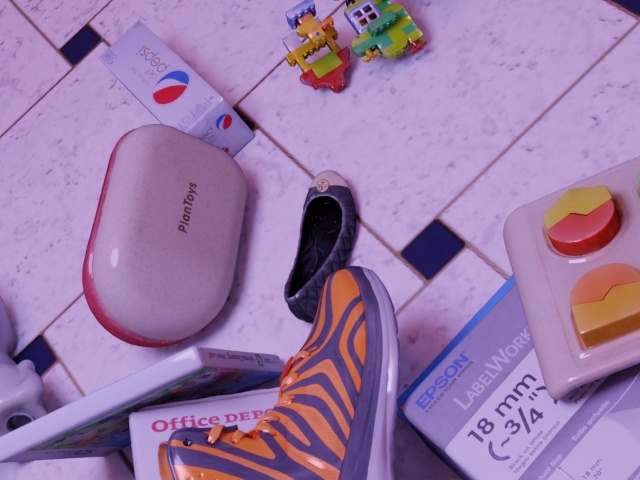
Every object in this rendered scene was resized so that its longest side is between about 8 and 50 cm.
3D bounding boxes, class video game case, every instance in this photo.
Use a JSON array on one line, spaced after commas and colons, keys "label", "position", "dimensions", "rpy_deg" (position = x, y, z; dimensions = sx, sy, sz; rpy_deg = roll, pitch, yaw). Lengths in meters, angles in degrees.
[{"label": "video game case", "position": [-0.159, 0.151, 1.192], "dimensions": [0.212, 0.193, 0.023], "rpy_deg": [-26, 75, 15]}]

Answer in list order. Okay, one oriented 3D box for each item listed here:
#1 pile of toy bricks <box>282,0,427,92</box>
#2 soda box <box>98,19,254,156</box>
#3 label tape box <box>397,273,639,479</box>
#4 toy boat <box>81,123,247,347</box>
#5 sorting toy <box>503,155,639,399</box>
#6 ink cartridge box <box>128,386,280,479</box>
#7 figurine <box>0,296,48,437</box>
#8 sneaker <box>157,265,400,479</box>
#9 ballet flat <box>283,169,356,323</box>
[{"label": "pile of toy bricks", "position": [0.067, -0.235, 1.388], "dimensions": [0.212, 0.118, 0.105], "rpy_deg": [-33, 79, -4]}, {"label": "soda box", "position": [-0.166, -0.165, 1.493], "dimensions": [0.069, 0.074, 0.216], "rpy_deg": [-43, 47, -1]}, {"label": "label tape box", "position": [0.192, 0.096, 1.019], "dimensions": [0.240, 0.106, 0.334], "rpy_deg": [-46, 37, -5]}, {"label": "toy boat", "position": [-0.174, 0.005, 1.356], "dimensions": [0.151, 0.151, 0.231], "rpy_deg": [-37, 36, 49]}, {"label": "sorting toy", "position": [0.236, 0.002, 0.954], "dimensions": [0.208, 0.038, 0.193], "rpy_deg": [-27, 38, 17]}, {"label": "ink cartridge box", "position": [-0.071, 0.238, 1.094], "dimensions": [0.154, 0.093, 0.212], "rpy_deg": [-7, 50, -11]}, {"label": "figurine", "position": [-0.390, 0.173, 1.394], "dimensions": [0.215, 0.092, 0.209], "rpy_deg": [-40, 42, 1]}, {"label": "sneaker", "position": [-0.034, 0.142, 1.038], "dimensions": [0.180, 0.124, 0.321], "rpy_deg": [7, 47, -4]}, {"label": "ballet flat", "position": [0.000, 0.000, 1.287], "dimensions": [0.058, 0.049, 0.173], "rpy_deg": [-10, 54, 26]}]
